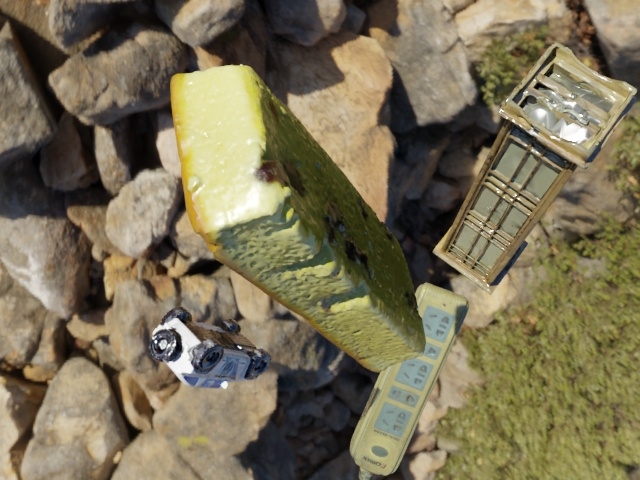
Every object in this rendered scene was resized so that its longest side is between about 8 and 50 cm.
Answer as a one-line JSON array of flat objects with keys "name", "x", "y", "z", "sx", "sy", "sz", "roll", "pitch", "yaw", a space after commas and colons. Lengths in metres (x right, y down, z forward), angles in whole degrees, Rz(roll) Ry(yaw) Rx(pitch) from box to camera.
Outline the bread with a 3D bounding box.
[{"name": "bread", "x": 0.000, "y": 0.000, "z": 0.625, "sx": 0.077, "sy": 0.138, "sz": 0.361, "roll": -20, "pitch": 149, "yaw": 16}]

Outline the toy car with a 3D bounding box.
[{"name": "toy car", "x": -0.137, "y": 0.135, "z": 0.858, "sx": 0.070, "sy": 0.080, "sz": 0.170, "roll": -55, "pitch": 149, "yaw": 6}]

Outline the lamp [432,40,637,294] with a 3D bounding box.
[{"name": "lamp", "x": 0.198, "y": -0.052, "z": 0.723, "sx": 0.090, "sy": 0.089, "sz": 0.325, "roll": -49, "pitch": 166, "yaw": -20}]

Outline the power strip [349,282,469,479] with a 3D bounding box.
[{"name": "power strip", "x": 0.142, "y": 0.260, "z": 1.239, "sx": 0.092, "sy": 0.066, "sz": 0.387, "roll": 21, "pitch": 104, "yaw": -1}]
